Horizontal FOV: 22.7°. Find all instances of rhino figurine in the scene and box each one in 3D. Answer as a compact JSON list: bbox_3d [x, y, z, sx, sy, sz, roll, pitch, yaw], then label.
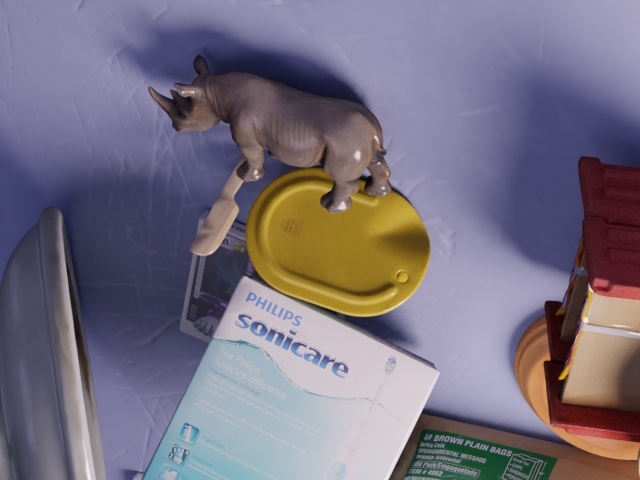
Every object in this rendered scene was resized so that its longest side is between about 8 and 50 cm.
[{"bbox_3d":[-0.049,-0.107,1.474,0.243,0.073,0.106,19,141,15],"label":"rhino figurine"}]

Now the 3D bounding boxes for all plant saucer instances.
[{"bbox_3d":[-0.286,0.169,1.648,0.101,0.400,0.400,-9,134,-7],"label":"plant saucer"},{"bbox_3d":[0.283,0.148,1.559,0.200,0.037,0.200,16,136,16],"label":"plant saucer"}]

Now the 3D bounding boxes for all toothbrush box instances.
[{"bbox_3d":[-0.042,0.209,1.576,0.216,0.295,0.126,25,180,2],"label":"toothbrush box"}]

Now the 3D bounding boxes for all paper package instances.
[{"bbox_3d":[0.234,0.365,1.702,0.325,0.168,0.309,10,133,22],"label":"paper package"}]

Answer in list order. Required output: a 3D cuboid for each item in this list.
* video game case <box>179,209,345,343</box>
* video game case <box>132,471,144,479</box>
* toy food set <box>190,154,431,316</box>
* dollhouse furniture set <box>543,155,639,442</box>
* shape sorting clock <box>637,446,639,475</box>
[{"bbox_3d":[-0.060,0.067,1.688,0.173,0.022,0.190,23,138,7],"label":"video game case"},{"bbox_3d":[-0.162,0.368,2.044,0.157,0.019,0.143,15,136,18],"label":"video game case"},{"bbox_3d":[0.000,0.000,1.540,0.218,0.128,0.071,20,171,9],"label":"toy food set"},{"bbox_3d":[0.389,0.071,1.372,0.374,0.152,0.201,8,136,-1],"label":"dollhouse furniture set"},{"bbox_3d":[0.369,0.173,1.337,0.206,0.040,0.206,1,134,1],"label":"shape sorting clock"}]
